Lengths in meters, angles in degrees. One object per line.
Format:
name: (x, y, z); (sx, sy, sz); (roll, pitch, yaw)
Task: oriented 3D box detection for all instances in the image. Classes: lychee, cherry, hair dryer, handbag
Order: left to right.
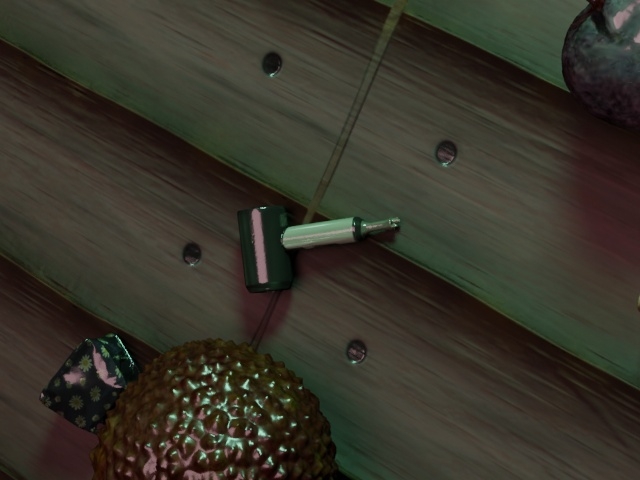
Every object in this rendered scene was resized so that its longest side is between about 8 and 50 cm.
handbag: (-0.256, 0.195, 1.966); (0.139, 0.072, 0.115); (44, 107, 8)
lychee: (-0.118, 0.244, 1.771); (0.276, 0.276, 0.304); (-48, 38, 20)
hair dryer: (0.000, 0.000, 1.835); (0.198, 0.057, 0.100); (-10, 86, 22)
cherry: (0.335, -0.192, 1.583); (0.195, 0.195, 0.195); (0, 89, 28)

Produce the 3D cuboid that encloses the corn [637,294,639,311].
corn: (0.453, 0.129, 1.560); (0.320, 0.097, 0.097); (28, 102, 25)
